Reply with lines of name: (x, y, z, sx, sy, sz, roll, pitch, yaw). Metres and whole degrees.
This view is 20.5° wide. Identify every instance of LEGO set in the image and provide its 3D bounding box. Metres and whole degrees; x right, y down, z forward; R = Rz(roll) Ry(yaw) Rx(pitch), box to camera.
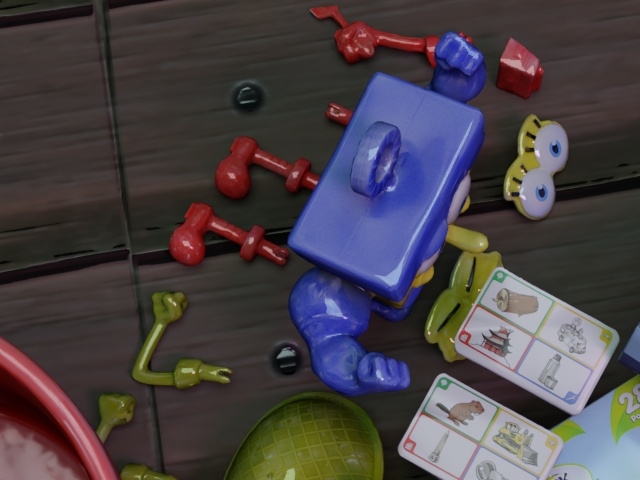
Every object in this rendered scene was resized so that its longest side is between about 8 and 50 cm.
LEGO set: (0.158, 0.150, 0.929, 0.244, 0.060, 0.182, 28, 85, 11)

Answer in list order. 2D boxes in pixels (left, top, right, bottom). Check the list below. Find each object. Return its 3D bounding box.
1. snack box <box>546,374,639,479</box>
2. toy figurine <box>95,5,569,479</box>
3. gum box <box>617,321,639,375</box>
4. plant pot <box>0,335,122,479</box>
snack box: (0.162, 0.204, 0.961, 0.174, 0.070, 0.207, -32, 74, -7)
toy figurine: (0.000, 0.000, 0.950, 0.191, 0.217, 0.363, 27, 76, 9)
gum box: (0.270, 0.036, 0.924, 0.157, 0.041, 0.184, 35, 60, 13)
plant pot: (-0.206, 0.170, 0.882, 0.274, 0.243, 0.275, 0, 82, 3)
